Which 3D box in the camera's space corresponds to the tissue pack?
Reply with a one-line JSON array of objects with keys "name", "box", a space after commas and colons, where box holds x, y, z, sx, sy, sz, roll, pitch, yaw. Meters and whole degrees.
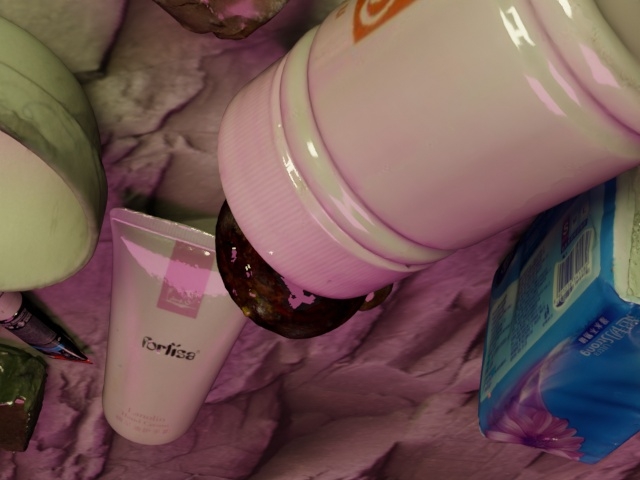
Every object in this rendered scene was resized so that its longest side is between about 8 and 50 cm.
[{"name": "tissue pack", "box": [0.252, 0.051, 0.895, 0.146, 0.198, 0.263, 17, 144, -5]}]

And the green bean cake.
[{"name": "green bean cake", "box": [-0.464, 0.200, 1.391, 0.181, 0.094, 0.173, 16, 145, -6]}]

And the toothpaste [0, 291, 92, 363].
[{"name": "toothpaste", "box": [-0.358, 0.107, 1.284, 0.071, 0.045, 0.193, 4, 150, 25]}]

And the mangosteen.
[{"name": "mangosteen", "box": [-0.006, 0.002, 0.955, 0.184, 0.172, 0.172, -23, 144, -11]}]

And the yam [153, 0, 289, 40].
[{"name": "yam", "box": [-0.136, -0.251, 0.666, 0.131, 0.131, 0.279, -22, 133, 37]}]

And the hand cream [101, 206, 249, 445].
[{"name": "hand cream", "box": [-0.168, 0.105, 1.174, 0.185, 0.118, 0.359, 19, 138, -4]}]

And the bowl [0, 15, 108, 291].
[{"name": "bowl", "box": [-0.326, -0.093, 0.886, 0.307, 0.163, 0.307, 4, 145, 3]}]

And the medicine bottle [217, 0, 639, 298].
[{"name": "medicine bottle", "box": [0.094, -0.101, 0.733, 0.202, 0.202, 0.316, 34, 138, -28]}]
